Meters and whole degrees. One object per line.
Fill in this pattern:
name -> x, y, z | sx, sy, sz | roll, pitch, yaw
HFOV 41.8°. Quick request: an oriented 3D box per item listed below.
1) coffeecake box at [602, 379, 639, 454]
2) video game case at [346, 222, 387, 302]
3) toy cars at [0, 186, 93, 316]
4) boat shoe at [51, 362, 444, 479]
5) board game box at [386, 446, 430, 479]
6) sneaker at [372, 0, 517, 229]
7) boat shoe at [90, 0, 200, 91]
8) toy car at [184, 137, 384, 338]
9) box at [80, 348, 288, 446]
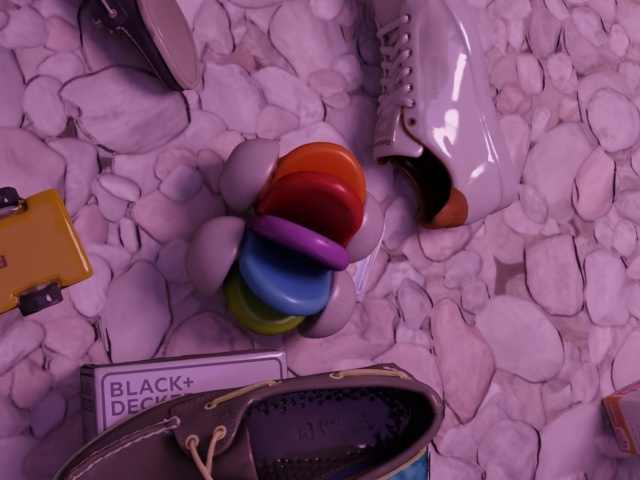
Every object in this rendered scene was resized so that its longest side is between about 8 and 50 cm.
coffeecake box -> 0.417, 0.173, 0.873 | 0.142, 0.185, 0.068 | -20, 90, -22
video game case -> 0.000, 0.000, 0.828 | 0.122, 0.011, 0.087 | 24, 75, -17
toy cars -> -0.327, 0.122, 0.642 | 0.176, 0.087, 0.393 | 28, 72, -16
boat shoe -> -0.054, 0.159, 0.632 | 0.305, 0.091, 0.109 | -13, 80, -14
board game box -> 0.038, 0.231, 0.754 | 0.186, 0.026, 0.126 | 19, 68, -48
sneaker -> 0.096, -0.149, 0.832 | 0.123, 0.106, 0.290 | -23, 93, -25
boat shoe -> -0.182, -0.223, 0.772 | 0.065, 0.075, 0.206 | -25, 101, 21
toy car -> -0.019, -0.004, 0.740 | 0.159, 0.136, 0.182 | 26, 74, -17
box -> -0.110, 0.242, 0.714 | 0.169, 0.087, 0.289 | -1, 83, -22
